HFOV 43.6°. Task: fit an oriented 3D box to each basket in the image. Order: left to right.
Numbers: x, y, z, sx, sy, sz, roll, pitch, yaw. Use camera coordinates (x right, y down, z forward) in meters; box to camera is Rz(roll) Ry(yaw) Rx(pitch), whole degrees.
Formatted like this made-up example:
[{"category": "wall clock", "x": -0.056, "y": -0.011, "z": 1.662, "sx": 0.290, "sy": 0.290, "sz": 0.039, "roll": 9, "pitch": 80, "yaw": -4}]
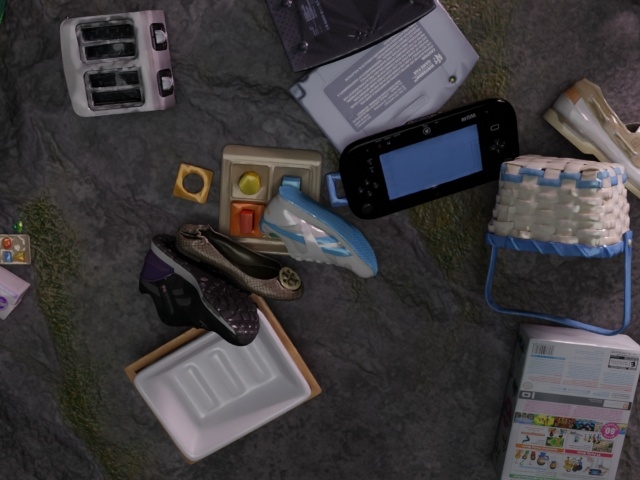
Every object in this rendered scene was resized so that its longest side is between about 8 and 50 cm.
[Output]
[{"category": "basket", "x": 0.412, "y": 0.004, "z": 1.371, "sx": 0.254, "sy": 0.201, "sz": 0.289, "roll": 12, "pitch": 102, "yaw": 34}]

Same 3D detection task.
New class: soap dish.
[{"category": "soap dish", "x": -0.178, "y": 0.249, "z": 1.485, "sx": 0.290, "sy": 0.118, "sz": 0.229, "roll": -30, "pitch": 103, "yaw": 6}]

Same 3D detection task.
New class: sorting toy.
[{"category": "sorting toy", "x": -0.562, "y": 0.004, "z": 1.462, "sx": 0.062, "sy": 0.012, "sz": 0.083, "roll": 2, "pitch": 105, "yaw": -2}, {"category": "sorting toy", "x": -0.094, "y": -0.068, "z": 1.442, "sx": 0.347, "sy": 0.047, "sz": 0.196, "roll": 4, "pitch": 104, "yaw": -3}]

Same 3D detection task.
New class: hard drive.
[{"category": "hard drive", "x": 0.048, "y": -0.391, "z": 1.327, "sx": 0.254, "sy": 0.054, "sz": 0.172, "roll": -23, "pitch": 79, "yaw": 10}]

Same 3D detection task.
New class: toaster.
[{"category": "toaster", "x": -0.343, "y": -0.298, "z": 1.342, "sx": 0.185, "sy": 0.110, "sz": 0.168, "roll": -5, "pitch": 104, "yaw": -1}]

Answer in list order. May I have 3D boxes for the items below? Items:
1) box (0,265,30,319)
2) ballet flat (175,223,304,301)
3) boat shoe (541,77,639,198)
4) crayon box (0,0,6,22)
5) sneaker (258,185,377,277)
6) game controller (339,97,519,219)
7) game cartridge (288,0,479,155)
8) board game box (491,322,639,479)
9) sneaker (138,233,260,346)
[{"category": "box", "x": -0.684, "y": 0.025, "z": 1.436, "sx": 0.324, "sy": 0.067, "sz": 0.063, "roll": 34, "pitch": 102, "yaw": -11}, {"category": "ballet flat", "x": -0.139, "y": 0.033, "z": 1.423, "sx": 0.249, "sy": 0.084, "sz": 0.058, "roll": 27, "pitch": 123, "yaw": -2}, {"category": "boat shoe", "x": 0.537, "y": -0.160, "z": 1.407, "sx": 0.302, "sy": 0.113, "sz": 0.103, "roll": 37, "pitch": 106, "yaw": -10}, {"category": "crayon box", "x": -0.716, "y": -0.404, "z": 1.302, "sx": 0.362, "sy": 0.106, "sz": 0.313, "roll": 18, "pitch": 103, "yaw": -7}, {"category": "sneaker", "x": 0.000, "y": 0.000, "z": 1.413, "sx": 0.228, "sy": 0.087, "sz": 0.092, "roll": 35, "pitch": 114, "yaw": -10}, {"category": "game controller", "x": 0.191, "y": -0.142, "z": 1.397, "sx": 0.319, "sy": 0.067, "sz": 0.166, "roll": -18, "pitch": 138, "yaw": -1}, {"category": "game cartridge", "x": 0.117, "y": -0.280, "z": 1.393, "sx": 0.294, "sy": 0.060, "sz": 0.196, "roll": -38, "pitch": 99, "yaw": 8}, {"category": "board game box", "x": 0.470, "y": 0.325, "z": 1.540, "sx": 0.224, "sy": 0.097, "sz": 0.303, "roll": 8, "pitch": 103, "yaw": -3}, {"category": "sneaker", "x": -0.218, "y": 0.115, "z": 1.409, "sx": 0.283, "sy": 0.107, "sz": 0.124, "roll": 41, "pitch": 112, "yaw": 34}]
